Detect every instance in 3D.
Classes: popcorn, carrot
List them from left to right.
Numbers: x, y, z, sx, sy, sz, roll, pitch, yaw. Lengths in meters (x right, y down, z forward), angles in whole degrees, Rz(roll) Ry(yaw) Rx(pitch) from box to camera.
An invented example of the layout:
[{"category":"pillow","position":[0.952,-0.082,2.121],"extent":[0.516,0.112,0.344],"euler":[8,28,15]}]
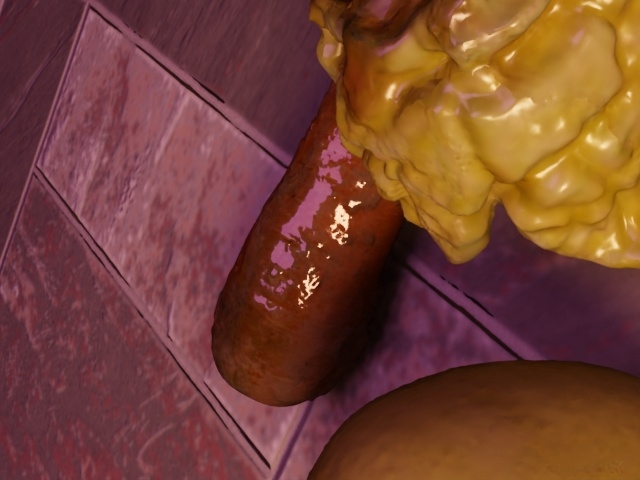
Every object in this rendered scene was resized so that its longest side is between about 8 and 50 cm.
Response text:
[{"category":"carrot","position":[0.000,0.000,0.879],"extent":[0.138,0.138,0.302],"euler":[32,107,49]},{"category":"popcorn","position":[0.119,-0.122,0.675],"extent":[0.293,0.237,0.293],"euler":[-18,65,45]}]

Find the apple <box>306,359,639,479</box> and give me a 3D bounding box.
[{"category":"apple","position":[0.113,0.207,0.571],"extent":[0.254,0.292,0.292],"euler":[-166,87,-66]}]
